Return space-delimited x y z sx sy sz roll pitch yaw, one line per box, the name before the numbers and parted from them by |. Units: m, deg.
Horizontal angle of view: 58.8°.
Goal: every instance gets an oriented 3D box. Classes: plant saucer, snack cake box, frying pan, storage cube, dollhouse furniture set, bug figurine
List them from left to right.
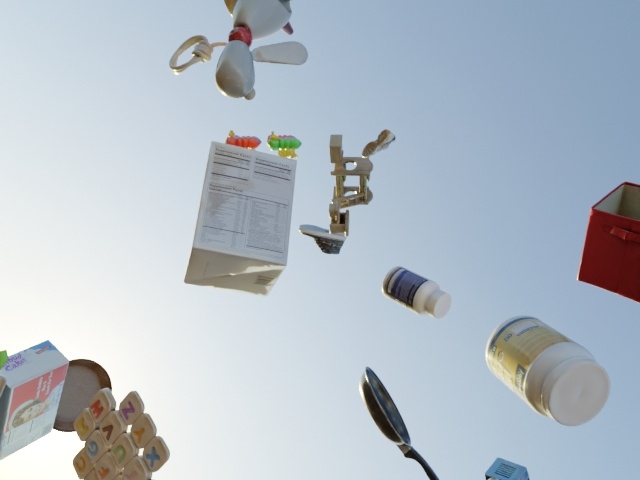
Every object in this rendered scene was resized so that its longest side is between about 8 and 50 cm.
snack cake box | -0.713 0.384 1.358 0.089 0.152 0.264 35 -62 20
plant saucer | -0.674 0.420 1.554 0.036 0.198 0.199 0 -60 47
bug figurine | -0.164 -0.269 1.579 0.279 0.216 0.072 -117 -152 -77
dollhouse furniture set | 0.073 -0.127 1.336 0.101 0.161 0.182 1 -38 6
frying pan | 0.179 0.433 1.313 0.326 0.053 0.197 57 7 -15
storage cube | 0.716 0.005 1.268 0.183 0.215 0.193 25 -51 40

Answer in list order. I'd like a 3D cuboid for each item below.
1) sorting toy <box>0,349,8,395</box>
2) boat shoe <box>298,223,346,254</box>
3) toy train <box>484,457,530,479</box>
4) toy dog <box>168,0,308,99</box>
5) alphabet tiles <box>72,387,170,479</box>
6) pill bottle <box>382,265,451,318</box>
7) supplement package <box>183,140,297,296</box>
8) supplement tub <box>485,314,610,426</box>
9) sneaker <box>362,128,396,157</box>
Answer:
sorting toy | -0.324 0.139 0.530 0.012 0.083 0.062 11 -15 29
boat shoe | 0.000 0.000 2.059 0.065 0.183 0.083 -116 -138 -64
toy train | 0.356 0.512 1.078 0.080 0.105 0.184 4 -63 49
toy dog | -0.119 -0.394 1.118 0.220 0.334 0.161 16 -20 37
alphabet tiles | -0.436 0.467 1.214 0.278 0.021 0.284 -47 -114 21
pill bottle | 0.248 0.136 1.460 0.169 0.094 0.094 26 -42 45
supplement package | -0.179 -0.042 1.267 0.198 0.263 0.199 11 -28 -14
supplement tub | 0.416 0.237 1.055 0.144 0.144 0.200 66 -7 -18
sneaker | 0.127 -0.200 1.216 0.083 0.037 0.032 -36 -129 32
